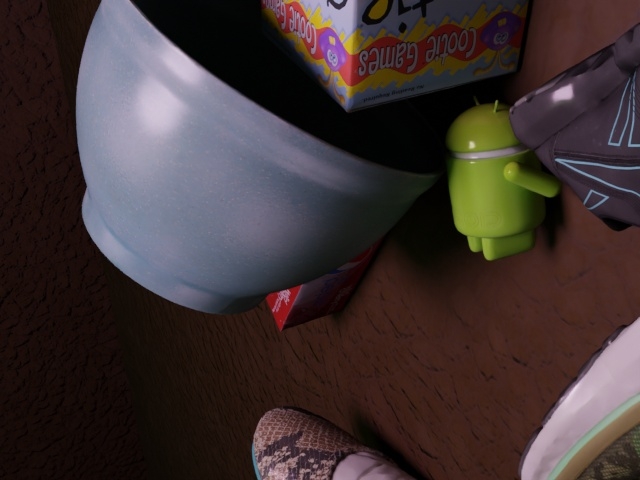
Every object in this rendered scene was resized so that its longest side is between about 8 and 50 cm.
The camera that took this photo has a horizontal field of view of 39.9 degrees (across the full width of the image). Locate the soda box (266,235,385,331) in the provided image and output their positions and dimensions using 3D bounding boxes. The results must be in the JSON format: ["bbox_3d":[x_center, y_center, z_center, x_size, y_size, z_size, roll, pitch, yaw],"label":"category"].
[{"bbox_3d":[0.000,0.000,0.940,0.092,0.083,0.263,65,157,20],"label":"soda box"}]

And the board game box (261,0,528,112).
[{"bbox_3d":[0.049,-0.246,0.565,0.144,0.142,0.275,49,148,44],"label":"board game box"}]

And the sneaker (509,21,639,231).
[{"bbox_3d":[0.189,-0.068,0.443,0.106,0.101,0.267,60,171,1],"label":"sneaker"}]

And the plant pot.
[{"bbox_3d":[-0.072,-0.066,0.710,0.196,0.293,0.293,-56,48,23],"label":"plant pot"}]

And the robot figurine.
[{"bbox_3d":[0.125,-0.046,0.635,0.101,0.067,0.115,-137,34,-70],"label":"robot figurine"}]

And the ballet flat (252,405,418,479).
[{"bbox_3d":[0.098,0.376,0.940,0.182,0.164,0.482,-37,76,44],"label":"ballet flat"}]

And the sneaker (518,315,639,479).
[{"bbox_3d":[0.229,0.091,0.421,0.182,0.158,0.410,45,152,23],"label":"sneaker"}]
